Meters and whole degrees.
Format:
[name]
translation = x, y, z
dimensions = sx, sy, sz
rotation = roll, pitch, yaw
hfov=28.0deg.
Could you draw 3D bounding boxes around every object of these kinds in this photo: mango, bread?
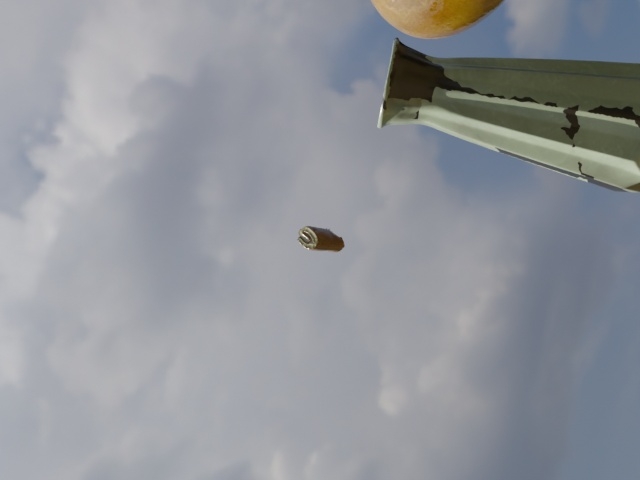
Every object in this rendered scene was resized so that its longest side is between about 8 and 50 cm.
[mango]
translation = 0.211, -0.472, 2.036
dimensions = 0.221, 0.378, 0.263
rotation = 0, -114, -28
[bread]
translation = 0.000, 0.000, 2.049
dimensions = 0.083, 0.047, 0.036
rotation = 7, -61, -56

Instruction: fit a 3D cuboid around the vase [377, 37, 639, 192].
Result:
[vase]
translation = 0.257, -0.162, 1.597
dimensions = 0.165, 0.360, 0.165
rotation = 10, -90, -88
